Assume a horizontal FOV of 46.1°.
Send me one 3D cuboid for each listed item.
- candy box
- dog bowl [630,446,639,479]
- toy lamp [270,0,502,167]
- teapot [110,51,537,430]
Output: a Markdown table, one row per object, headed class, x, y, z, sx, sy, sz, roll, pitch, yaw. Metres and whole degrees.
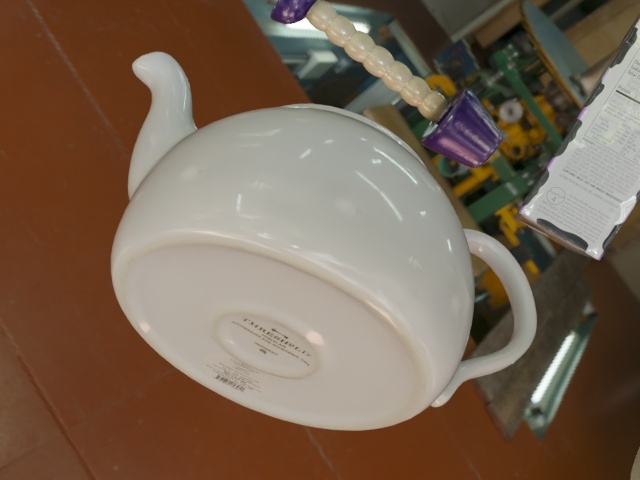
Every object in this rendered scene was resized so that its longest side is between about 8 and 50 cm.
| class | x | y | z | sx | sy | sz | roll | pitch | yaw |
| --- | --- | --- | --- | --- | --- | --- | --- | --- | --- |
| candy box | 0.237 | -0.086 | 0.602 | 0.070 | 0.196 | 0.165 | 32 | 7 | 11 |
| dog bowl | 0.353 | 0.138 | 0.524 | 0.104 | 0.265 | 0.265 | 45 | 29 | 7 |
| toy lamp | 0.074 | -0.177 | 0.800 | 0.275 | 0.080 | 0.080 | 36 | 32 | -5 |
| teapot | 0.000 | 0.000 | 0.521 | 0.256 | 0.253 | 0.187 | 63 | 38 | -40 |
